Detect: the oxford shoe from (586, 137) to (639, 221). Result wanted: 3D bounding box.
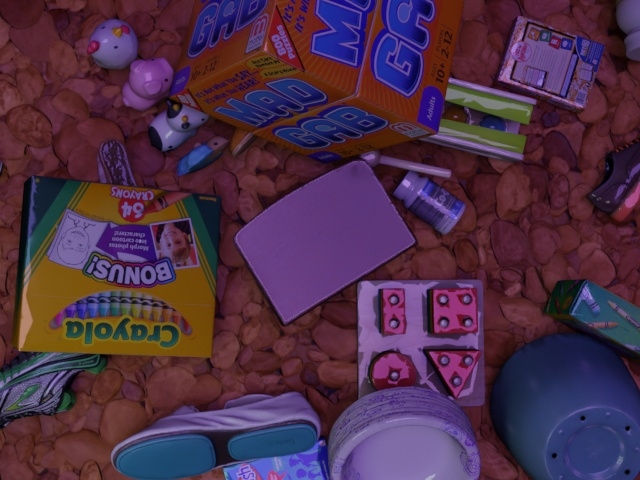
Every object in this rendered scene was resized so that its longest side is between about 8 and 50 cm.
[{"bbox_3d":[0.648,-0.175,1.983,0.098,0.097,0.271,32,85,4],"label":"oxford shoe"}]

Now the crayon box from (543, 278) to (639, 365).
[{"bbox_3d":[0.601,0.176,1.921,0.278,0.165,0.081,29,85,-3],"label":"crayon box"}]

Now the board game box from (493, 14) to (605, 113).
[{"bbox_3d":[0.473,-0.364,2.002,0.193,0.045,0.147,19,86,-3],"label":"board game box"}]

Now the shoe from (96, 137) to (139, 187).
[{"bbox_3d":[-0.395,-0.093,1.916,0.076,0.058,0.219,-11,92,-25],"label":"shoe"}]

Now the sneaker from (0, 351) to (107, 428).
[{"bbox_3d":[-0.558,0.295,1.836,0.343,0.134,0.146,-40,91,-6],"label":"sneaker"}]

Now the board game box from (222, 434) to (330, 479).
[{"bbox_3d":[-0.072,0.492,1.907,0.210,0.047,0.160,-16,88,-5],"label":"board game box"}]

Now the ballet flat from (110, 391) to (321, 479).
[{"bbox_3d":[-0.201,0.370,1.871,0.400,0.139,0.139,-8,87,-7],"label":"ballet flat"}]

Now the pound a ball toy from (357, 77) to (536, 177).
[{"bbox_3d":[0.244,-0.214,1.932,0.319,0.136,0.208,13,91,-4],"label":"pound a ball toy"}]

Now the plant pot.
[{"bbox_3d":[0.486,0.350,1.830,0.293,0.235,0.293,0,103,-1],"label":"plant pot"}]

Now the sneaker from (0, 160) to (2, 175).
[{"bbox_3d":[-0.695,-0.106,1.883,0.170,0.068,0.071,-42,85,-5],"label":"sneaker"}]

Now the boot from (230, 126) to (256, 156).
[{"bbox_3d":[-0.165,-0.332,1.920,0.211,0.104,0.295,33,75,-4],"label":"boot"}]

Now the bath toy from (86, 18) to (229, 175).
[{"bbox_3d":[-0.327,-0.288,1.875,0.151,0.129,0.348,-40,88,19],"label":"bath toy"}]

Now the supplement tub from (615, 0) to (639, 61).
[{"bbox_3d":[0.710,-0.538,1.935,0.235,0.235,0.325,0,87,-5],"label":"supplement tub"}]

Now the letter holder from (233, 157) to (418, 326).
[{"bbox_3d":[0.000,0.000,1.892,0.301,0.152,0.214,-32,88,-6],"label":"letter holder"}]

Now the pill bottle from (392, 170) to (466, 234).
[{"bbox_3d":[0.217,-0.080,1.948,0.137,0.078,0.078,35,85,-2],"label":"pill bottle"}]

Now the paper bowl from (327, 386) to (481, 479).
[{"bbox_3d":[0.155,0.396,1.845,0.284,0.148,0.284,-1,122,-2],"label":"paper bowl"}]

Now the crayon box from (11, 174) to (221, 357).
[{"bbox_3d":[-0.378,0.057,1.818,0.362,0.106,0.313,5,83,-25],"label":"crayon box"}]

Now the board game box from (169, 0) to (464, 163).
[{"bbox_3d":[-0.001,-0.384,1.728,0.356,0.356,0.357,20,75,-30],"label":"board game box"}]

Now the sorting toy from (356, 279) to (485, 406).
[{"bbox_3d":[0.205,0.206,1.925,0.257,0.089,0.256,0,87,-5],"label":"sorting toy"}]
